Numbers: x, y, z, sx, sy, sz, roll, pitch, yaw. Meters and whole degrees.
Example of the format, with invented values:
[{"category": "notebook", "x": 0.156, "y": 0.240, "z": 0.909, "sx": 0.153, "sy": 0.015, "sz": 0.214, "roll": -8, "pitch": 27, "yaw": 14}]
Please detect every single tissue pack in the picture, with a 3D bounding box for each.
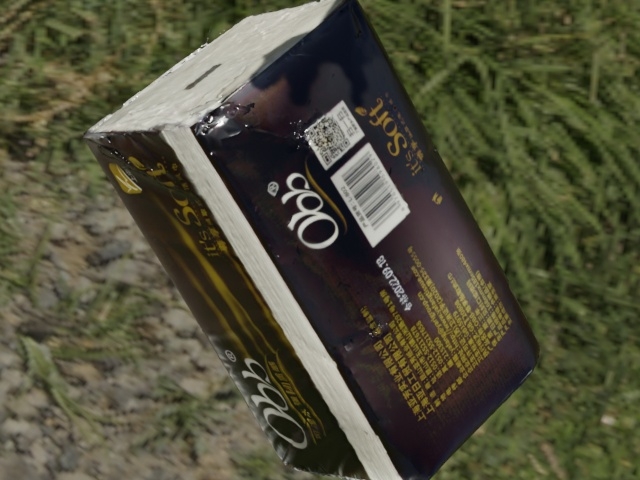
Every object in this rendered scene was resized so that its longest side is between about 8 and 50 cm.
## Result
[{"category": "tissue pack", "x": 0.000, "y": 0.000, "z": 1.316, "sx": 0.210, "sy": 0.198, "sz": 0.370, "roll": -39, "pitch": 113, "yaw": -26}]
